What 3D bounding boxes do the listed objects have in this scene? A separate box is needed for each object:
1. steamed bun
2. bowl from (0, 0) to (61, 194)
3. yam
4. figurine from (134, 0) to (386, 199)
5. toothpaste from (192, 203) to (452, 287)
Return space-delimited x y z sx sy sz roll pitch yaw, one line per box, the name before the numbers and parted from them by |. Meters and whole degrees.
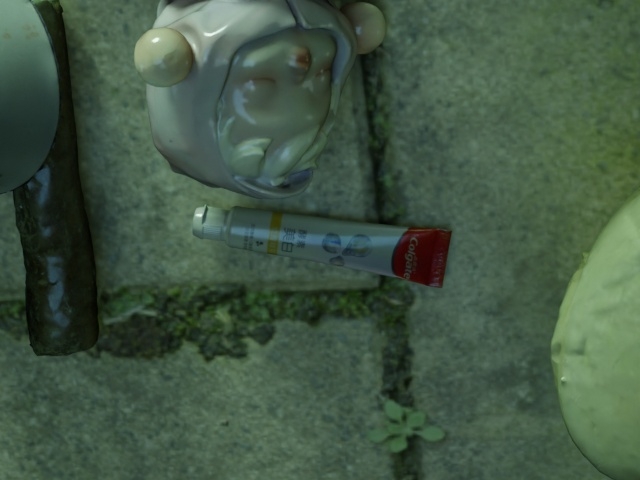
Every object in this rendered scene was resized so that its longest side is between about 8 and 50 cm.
steamed bun | 0.296 0.018 0.907 0.274 0.290 0.272 6 100 15
bowl | -0.279 -0.108 1.000 0.189 0.086 0.189 13 116 28
yam | -0.203 -0.045 1.064 0.061 0.061 0.274 1 112 9
figurine | -0.048 -0.154 0.953 0.133 0.200 0.275 28 122 43
toothpaste | 0.000 0.000 1.069 0.191 0.031 0.048 9 111 2
